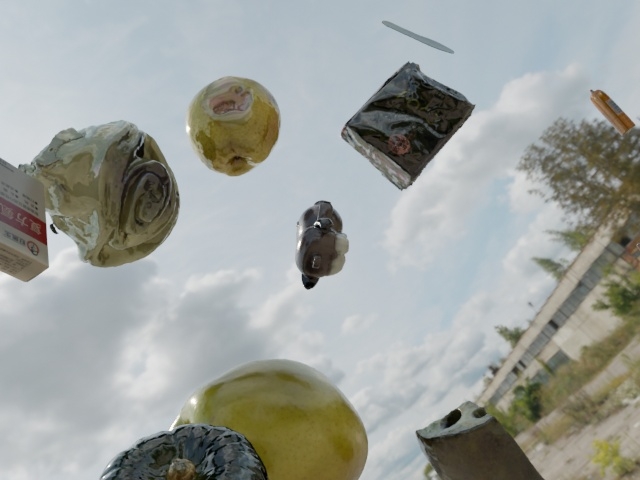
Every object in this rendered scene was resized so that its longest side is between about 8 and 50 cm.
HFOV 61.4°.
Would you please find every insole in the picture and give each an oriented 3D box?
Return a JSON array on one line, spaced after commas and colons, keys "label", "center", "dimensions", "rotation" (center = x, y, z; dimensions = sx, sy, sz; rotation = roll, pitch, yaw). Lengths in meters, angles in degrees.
[{"label": "insole", "center": [0.188, -0.391, 1.037], "dimensions": [0.053, 0.153, 0.002], "rotation": [-66, 0, -55]}]

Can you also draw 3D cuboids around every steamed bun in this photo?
[{"label": "steamed bun", "center": [-0.457, -0.112, 1.245], "dimensions": [0.238, 0.346, 0.394], "rotation": [-4, -5, 25]}]

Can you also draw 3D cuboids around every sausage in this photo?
[{"label": "sausage", "center": [0.547, -0.246, 1.018], "dimensions": [0.031, 0.107, 0.031], "rotation": [-30, -17, -10]}]

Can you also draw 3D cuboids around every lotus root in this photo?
[{"label": "lotus root", "center": [0.314, 0.439, 1.015], "dimensions": [0.142, 0.314, 0.210], "rotation": [-41, 18, -7]}]

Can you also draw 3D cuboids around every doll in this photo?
[{"label": "doll", "center": [-0.002, -0.001, 1.282], "dimensions": [0.117, 0.257, 0.181], "rotation": [8, -65, -9]}]

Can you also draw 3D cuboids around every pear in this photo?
[{"label": "pear", "center": [-0.100, 0.416, 1.101], "dimensions": [0.419, 0.362, 0.362], "rotation": [20, -63, -32]}, {"label": "pear", "center": [-0.232, -0.304, 1.451], "dimensions": [0.271, 0.271, 0.271], "rotation": [-33, -28, -20]}]

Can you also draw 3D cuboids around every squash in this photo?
[{"label": "squash", "center": [-0.192, 0.374, 0.753], "dimensions": [0.252, 0.252, 0.165], "rotation": [-17, -73, -42]}]

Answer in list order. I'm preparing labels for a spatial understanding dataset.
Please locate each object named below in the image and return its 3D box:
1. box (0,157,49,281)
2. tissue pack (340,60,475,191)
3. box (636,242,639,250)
[{"label": "box", "center": [-0.593, -0.093, 0.849], "dimensions": [0.069, 0.214, 0.353], "rotation": [-32, -36, 10]}, {"label": "tissue pack", "center": [0.237, -0.323, 1.456], "dimensions": [0.332, 0.245, 0.123], "rotation": [-47, -6, -25]}, {"label": "box", "center": [0.874, 0.109, 1.190], "dimensions": [0.198, 0.313, 0.089], "rotation": [-14, -20, -21]}]
